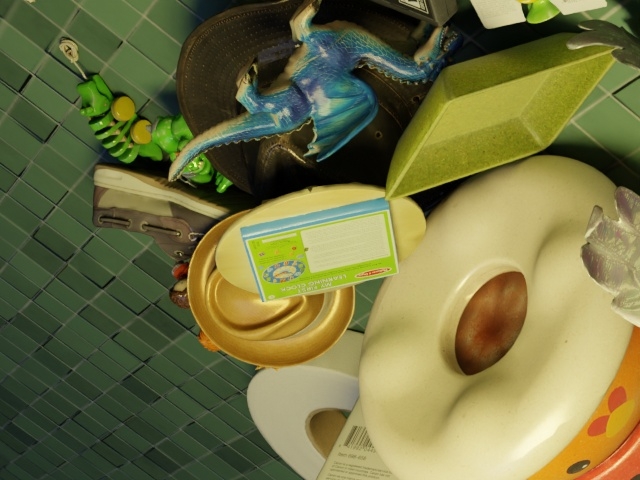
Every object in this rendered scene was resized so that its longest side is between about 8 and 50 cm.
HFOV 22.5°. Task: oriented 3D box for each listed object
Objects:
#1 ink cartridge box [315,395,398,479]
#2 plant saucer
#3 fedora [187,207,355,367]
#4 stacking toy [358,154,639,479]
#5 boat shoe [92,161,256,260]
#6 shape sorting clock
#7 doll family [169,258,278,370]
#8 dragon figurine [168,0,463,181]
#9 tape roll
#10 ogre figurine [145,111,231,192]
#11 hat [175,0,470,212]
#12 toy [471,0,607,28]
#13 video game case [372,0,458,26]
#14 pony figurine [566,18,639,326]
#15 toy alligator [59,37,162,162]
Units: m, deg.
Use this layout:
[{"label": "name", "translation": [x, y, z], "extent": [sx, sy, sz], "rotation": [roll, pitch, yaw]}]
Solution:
[{"label": "ink cartridge box", "translation": [0.141, 0.220, 1.824], "extent": [0.197, 0.273, 0.114], "rotation": [4, 144, 39]}, {"label": "plant saucer", "translation": [0.154, -0.120, 1.445], "extent": [0.045, 0.188, 0.188], "rotation": [64, 155, 18]}, {"label": "fedora", "translation": [-0.062, 0.057, 1.745], "extent": [0.194, 0.079, 0.194], "rotation": [3, 100, 15]}, {"label": "stacking toy", "translation": [0.310, 0.155, 1.630], "extent": [0.480, 0.351, 0.350], "rotation": [27, 156, -32]}, {"label": "boat shoe", "translation": [-0.155, -0.022, 1.879], "extent": [0.285, 0.103, 0.092], "rotation": [17, 102, 30]}, {"label": "shape sorting clock", "translation": [0.000, 0.000, 1.556], "extent": [0.206, 0.040, 0.206], "rotation": [-9, 148, -5]}, {"label": "doll family", "translation": [-0.058, 0.071, 1.890], "extent": [0.263, 0.163, 0.118], "rotation": [7, 142, 36]}, {"label": "dragon figurine", "translation": [0.000, -0.123, 1.448], "extent": [0.144, 0.289, 0.085], "rotation": [43, 179, -11]}, {"label": "tape roll", "translation": [0.086, 0.263, 2.134], "extent": [0.392, 0.072, 0.392], "rotation": [23, 149, 15]}, {"label": "ogre figurine", "translation": [-0.108, -0.109, 1.752], "extent": [0.118, 0.097, 0.197], "rotation": [31, 171, -36]}, {"label": "hat", "translation": [-0.006, -0.083, 1.583], "extent": [0.331, 0.134, 0.331], "rotation": [9, 143, 7]}, {"label": "toy", "translation": [0.134, -0.285, 1.296], "extent": [0.137, 0.056, 0.237], "rotation": [-2, 128, 50]}, {"label": "video game case", "translation": [-0.011, -0.324, 1.346], "extent": [0.248, 0.035, 0.275], "rotation": [27, 152, 35]}, {"label": "pony figurine", "translation": [0.379, -0.028, 1.290], "extent": [0.363, 0.303, 0.351], "rotation": [-23, 130, 37]}, {"label": "toy alligator", "translation": [-0.252, -0.148, 1.858], "extent": [0.056, 0.051, 0.190], "rotation": [-4, 134, 45]}]
